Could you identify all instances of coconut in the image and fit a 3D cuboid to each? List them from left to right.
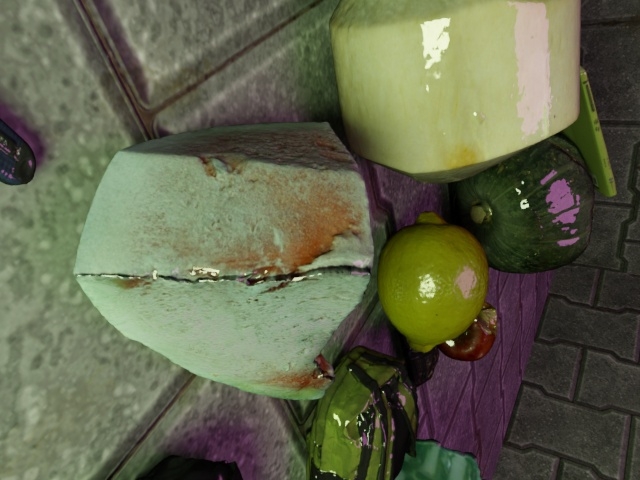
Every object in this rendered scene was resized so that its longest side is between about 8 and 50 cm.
[{"bbox_3d":[0.163,-0.213,0.615,0.323,0.323,0.322,-23,117,-54],"label":"coconut"}]

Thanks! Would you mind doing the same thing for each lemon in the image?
[{"bbox_3d":[0.188,0.074,0.831,0.184,0.184,0.248,-7,100,-57],"label":"lemon"}]

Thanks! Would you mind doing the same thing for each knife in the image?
[{"bbox_3d":[-0.221,-0.078,0.293,0.121,0.018,0.031,54,52,-47],"label":"knife"}]

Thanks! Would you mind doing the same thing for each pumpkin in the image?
[{"bbox_3d":[0.442,-0.085,1.099,0.258,0.292,0.327,-20,100,-25],"label":"pumpkin"}]

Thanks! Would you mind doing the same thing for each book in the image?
[{"bbox_3d":[0.520,-0.262,1.048,0.035,0.239,0.352,-34,130,9],"label":"book"}]

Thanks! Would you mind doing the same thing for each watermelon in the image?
[{"bbox_3d":[-0.022,0.001,0.448,0.319,0.214,0.289,54,51,-35],"label":"watermelon"}]

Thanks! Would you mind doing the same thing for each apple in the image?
[{"bbox_3d":[0.313,0.183,1.093,0.158,0.156,0.146,-32,135,-64],"label":"apple"}]

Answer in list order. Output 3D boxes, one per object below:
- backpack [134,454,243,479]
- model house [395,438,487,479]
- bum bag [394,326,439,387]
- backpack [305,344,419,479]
[{"bbox_3d":[-0.140,0.299,0.424,0.258,0.133,0.206,-37,128,-70],"label":"backpack"},{"bbox_3d":[0.165,0.605,0.954,0.294,0.252,0.329,-75,-179,-54],"label":"model house"},{"bbox_3d":[0.195,0.199,0.986,0.102,0.069,0.248,-35,130,-20],"label":"bum bag"},{"bbox_3d":[0.066,0.289,0.737,0.207,0.140,0.253,-32,129,-53],"label":"backpack"}]
